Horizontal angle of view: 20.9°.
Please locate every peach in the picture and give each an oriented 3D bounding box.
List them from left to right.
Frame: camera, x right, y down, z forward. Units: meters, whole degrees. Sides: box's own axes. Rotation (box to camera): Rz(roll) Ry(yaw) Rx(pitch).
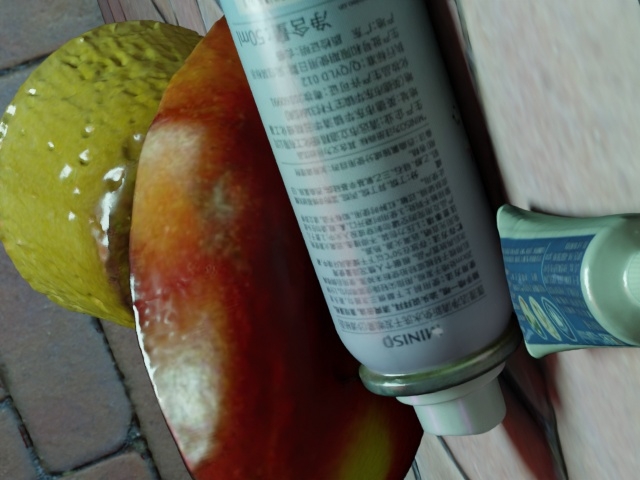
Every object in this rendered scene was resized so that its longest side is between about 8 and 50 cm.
[{"bbox_3d":[0.003,0.000,0.767,0.189,0.068,0.279,20,-120,-50],"label":"peach"}]

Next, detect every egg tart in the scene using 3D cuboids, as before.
[{"bbox_3d":[-0.093,-0.025,1.063,0.147,0.203,0.202,35,147,60],"label":"egg tart"}]

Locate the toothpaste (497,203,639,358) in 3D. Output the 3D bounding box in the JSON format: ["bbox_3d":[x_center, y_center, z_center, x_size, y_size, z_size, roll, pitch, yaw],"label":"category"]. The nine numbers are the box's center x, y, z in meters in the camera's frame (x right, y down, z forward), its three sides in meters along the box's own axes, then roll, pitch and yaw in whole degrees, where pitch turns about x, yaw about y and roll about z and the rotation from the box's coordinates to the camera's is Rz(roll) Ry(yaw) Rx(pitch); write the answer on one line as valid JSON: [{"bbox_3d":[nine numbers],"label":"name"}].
[{"bbox_3d":[0.081,0.012,0.533,0.197,0.035,0.057,164,93,-85],"label":"toothpaste"}]

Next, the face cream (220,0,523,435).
[{"bbox_3d":[0.022,-0.030,0.669,0.075,0.075,0.229,-137,27,-72],"label":"face cream"}]
